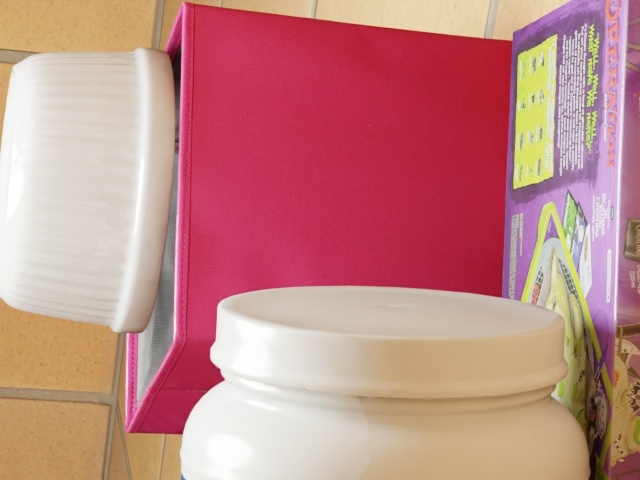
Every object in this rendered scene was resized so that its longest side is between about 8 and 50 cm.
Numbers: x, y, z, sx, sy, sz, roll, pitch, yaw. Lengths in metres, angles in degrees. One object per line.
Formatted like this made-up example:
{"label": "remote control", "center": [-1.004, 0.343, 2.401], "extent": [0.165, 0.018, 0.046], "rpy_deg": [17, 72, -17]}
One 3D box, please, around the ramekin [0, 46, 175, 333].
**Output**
{"label": "ramekin", "center": [-0.173, -0.039, 1.349], "extent": [0.207, 0.109, 0.207], "rpy_deg": [-176, 90, -77]}

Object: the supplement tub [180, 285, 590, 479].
{"label": "supplement tub", "center": [0.033, 0.193, 1.056], "extent": [0.228, 0.228, 0.316], "rpy_deg": [-151, 62, -76]}

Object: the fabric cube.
{"label": "fabric cube", "center": [0.000, 0.000, 1.402], "extent": [0.259, 0.258, 0.254], "rpy_deg": [124, 147, -66]}

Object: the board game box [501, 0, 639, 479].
{"label": "board game box", "center": [0.162, 0.025, 1.155], "extent": [0.208, 0.056, 0.346], "rpy_deg": [155, 118, -80]}
